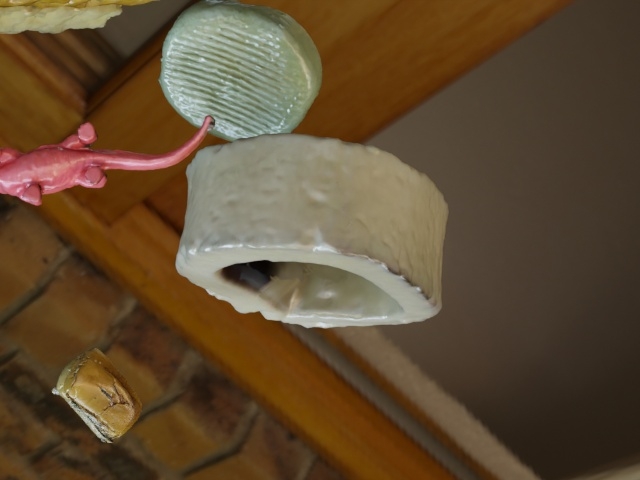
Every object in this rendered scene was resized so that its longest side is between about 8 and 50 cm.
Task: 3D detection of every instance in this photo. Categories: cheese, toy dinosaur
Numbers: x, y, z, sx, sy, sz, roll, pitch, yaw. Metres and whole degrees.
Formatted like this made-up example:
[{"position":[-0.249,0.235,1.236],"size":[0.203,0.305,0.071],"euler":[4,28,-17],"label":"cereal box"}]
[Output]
[{"position":[-0.002,-0.002,1.636],"size":[0.332,0.292,0.153],"euler":[34,-123,-50],"label":"cheese"},{"position":[-0.256,-0.081,1.444],"size":[0.286,0.139,0.070],"euler":[-15,-92,-10],"label":"toy dinosaur"}]

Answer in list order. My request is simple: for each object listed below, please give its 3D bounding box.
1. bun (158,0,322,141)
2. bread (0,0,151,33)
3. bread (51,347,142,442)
[{"position":[-0.101,-0.228,1.793],"size":[0.221,0.221,0.108],"euler":[45,-149,-14],"label":"bun"},{"position":[-0.293,-0.278,1.023],"size":[0.375,0.165,0.236],"euler":[-17,-91,-54],"label":"bread"},{"position":[-0.257,0.180,1.580],"size":[0.072,0.053,0.106],"euler":[-49,-60,-27],"label":"bread"}]
